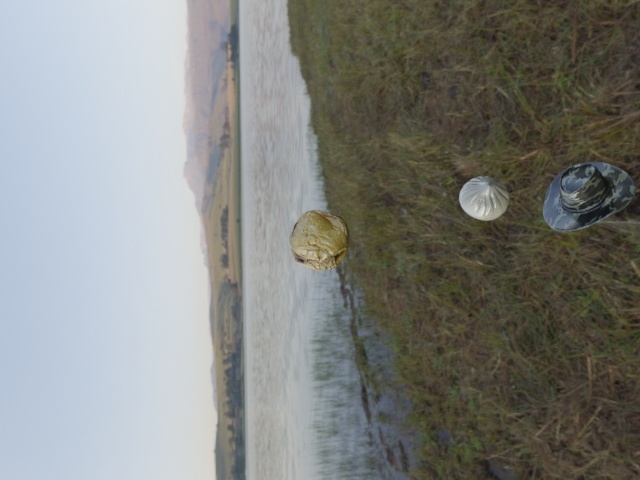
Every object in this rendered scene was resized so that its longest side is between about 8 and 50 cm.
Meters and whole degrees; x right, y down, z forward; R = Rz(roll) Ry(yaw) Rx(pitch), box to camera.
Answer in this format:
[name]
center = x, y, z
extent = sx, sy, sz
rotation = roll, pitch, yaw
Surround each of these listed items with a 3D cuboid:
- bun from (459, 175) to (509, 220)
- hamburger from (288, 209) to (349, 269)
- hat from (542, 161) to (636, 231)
[bun]
center = 0.471, -0.132, 1.200
extent = 0.094, 0.138, 0.138
rotation = 77, -174, -63
[hamburger]
center = 0.000, 0.000, 0.999
extent = 0.083, 0.138, 0.147
rotation = 77, -151, -55
[hat]
center = 0.344, -0.067, 0.557
extent = 0.121, 0.050, 0.121
rotation = -32, 34, 24
